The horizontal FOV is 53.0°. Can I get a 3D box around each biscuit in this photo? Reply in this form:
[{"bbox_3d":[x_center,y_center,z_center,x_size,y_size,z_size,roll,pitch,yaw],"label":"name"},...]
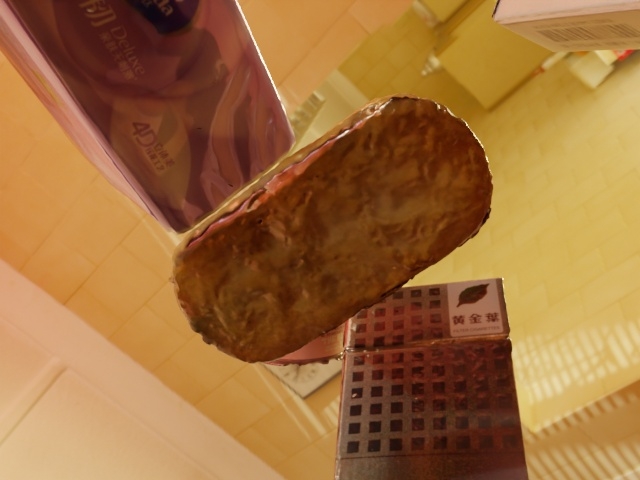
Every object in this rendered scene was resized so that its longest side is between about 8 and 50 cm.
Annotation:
[{"bbox_3d":[0.000,0.000,0.438,0.118,0.247,0.029,49,-158,-17],"label":"biscuit"}]

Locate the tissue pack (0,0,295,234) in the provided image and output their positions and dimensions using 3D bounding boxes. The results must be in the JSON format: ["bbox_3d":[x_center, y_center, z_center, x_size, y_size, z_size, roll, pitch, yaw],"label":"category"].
[{"bbox_3d":[-0.176,-0.194,0.489,0.242,0.160,0.338,37,161,44],"label":"tissue pack"}]

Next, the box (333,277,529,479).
[{"bbox_3d":[0.106,0.179,0.637,0.047,0.180,0.324,70,-160,-43],"label":"box"}]

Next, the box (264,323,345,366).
[{"bbox_3d":[-0.025,0.095,0.876,0.151,0.151,0.135,-13,-78,-58],"label":"box"}]

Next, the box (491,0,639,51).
[{"bbox_3d":[0.233,-0.200,0.306,0.065,0.200,0.343,14,-171,-22],"label":"box"}]

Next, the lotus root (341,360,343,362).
[{"bbox_3d":[0.075,0.167,1.264,0.180,0.188,0.199,15,-171,-32],"label":"lotus root"}]
